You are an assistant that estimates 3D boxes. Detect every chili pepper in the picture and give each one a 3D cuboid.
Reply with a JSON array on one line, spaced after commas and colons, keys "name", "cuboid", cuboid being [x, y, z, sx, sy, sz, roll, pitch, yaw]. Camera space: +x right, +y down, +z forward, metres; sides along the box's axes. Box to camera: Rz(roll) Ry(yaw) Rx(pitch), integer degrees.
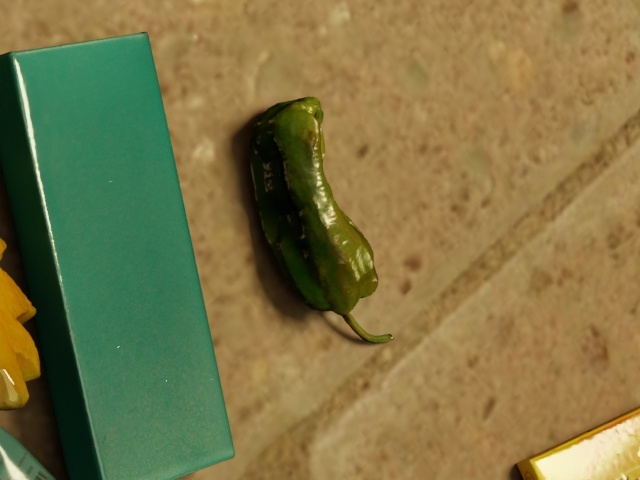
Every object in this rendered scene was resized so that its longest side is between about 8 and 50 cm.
[{"name": "chili pepper", "cuboid": [0.002, 0.000, 1.227, 0.073, 0.072, 0.204, -24, 104, -18]}]

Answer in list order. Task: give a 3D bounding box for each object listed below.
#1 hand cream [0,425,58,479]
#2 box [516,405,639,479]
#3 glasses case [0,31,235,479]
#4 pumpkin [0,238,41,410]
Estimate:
[{"name": "hand cream", "cuboid": [-0.250, 0.131, 1.102, 0.224, 0.048, 0.083, 41, 70, -18]}, {"name": "box", "cuboid": [0.275, 0.271, 1.350, 0.152, 0.043, 0.269, -21, 84, -21]}, {"name": "glasses case", "cuboid": [-0.146, 0.018, 1.149, 0.117, 0.070, 0.301, -14, 94, -40]}, {"name": "pumpkin", "cuboid": [-0.282, 0.021, 1.054, 0.149, 0.130, 0.254, -28, 77, 4]}]
